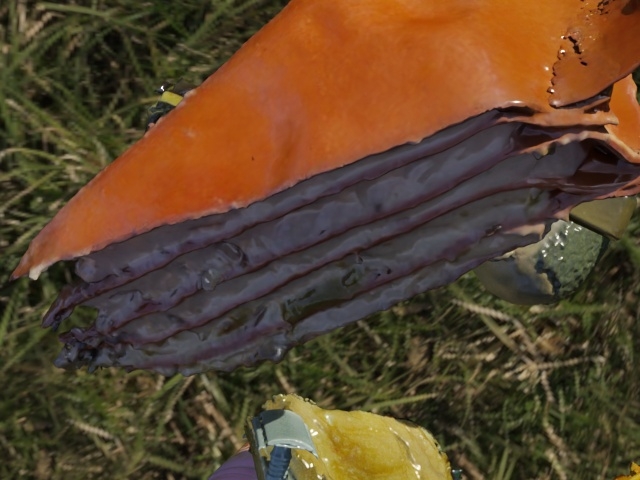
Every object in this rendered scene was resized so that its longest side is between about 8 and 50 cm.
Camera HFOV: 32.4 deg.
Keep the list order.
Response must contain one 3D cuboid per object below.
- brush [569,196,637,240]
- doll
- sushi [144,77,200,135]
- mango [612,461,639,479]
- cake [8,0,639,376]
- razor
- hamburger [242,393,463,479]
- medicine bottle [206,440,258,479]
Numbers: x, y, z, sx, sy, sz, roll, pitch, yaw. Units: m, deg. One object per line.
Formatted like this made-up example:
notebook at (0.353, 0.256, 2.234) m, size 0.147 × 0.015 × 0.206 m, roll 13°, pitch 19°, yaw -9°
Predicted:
brush at (0.263, -0.069, 1.262) m, size 0.197 × 0.123 × 0.059 m, roll 31°, pitch 92°, yaw 7°
doll at (0.364, -0.065, 1.709) m, size 0.349 × 0.247 × 0.247 m, roll -42°, pitch 80°, yaw -12°
sushi at (-0.080, -0.078, 1.327) m, size 0.291 × 0.131 × 0.139 m, roll 25°, pitch 136°, yaw 2°
mango at (0.303, 0.335, 1.134) m, size 0.252 × 0.126 × 0.154 m, roll -44°, pitch 83°, yaw -7°
cake at (-0.001, -0.032, 0.453) m, size 0.287 × 0.098 × 0.135 m, roll -28°, pitch 57°, yaw 12°
razor at (-0.060, 0.313, 1.219) m, size 0.068 × 0.106 × 0.232 m, roll 10°, pitch 97°, yaw -8°
hamburger at (0.044, 0.323, 1.389) m, size 0.132 × 0.309 × 0.211 m, roll -48°, pitch 37°, yaw 33°
medicine bottle at (-0.082, 0.428, 1.777) m, size 0.202 × 0.316 × 0.202 m, roll 7°, pitch 107°, yaw 23°
